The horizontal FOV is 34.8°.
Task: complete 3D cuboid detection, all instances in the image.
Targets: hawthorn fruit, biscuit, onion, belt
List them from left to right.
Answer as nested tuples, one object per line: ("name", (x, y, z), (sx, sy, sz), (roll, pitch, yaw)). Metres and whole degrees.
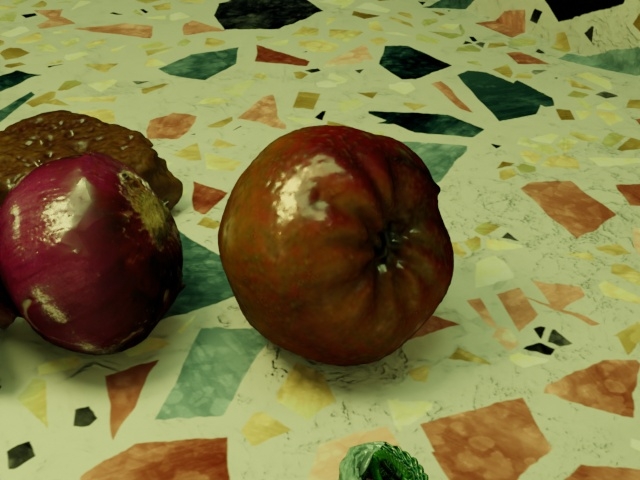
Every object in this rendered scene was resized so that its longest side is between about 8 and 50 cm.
("biscuit", (-0.520, -0.120, 2.038), (0.395, 0.166, 0.342), (18, 34, 28))
("onion", (-0.419, 0.047, 1.683), (0.385, 0.348, 0.348), (-28, 27, 18))
("hawthorn fruit", (0.000, 0.000, 1.678), (0.402, 0.403, 0.403), (0, 32, 0))
("belt", (0.084, 0.335, 1.396), (0.121, 0.079, 0.151), (-13, 34, -19))
